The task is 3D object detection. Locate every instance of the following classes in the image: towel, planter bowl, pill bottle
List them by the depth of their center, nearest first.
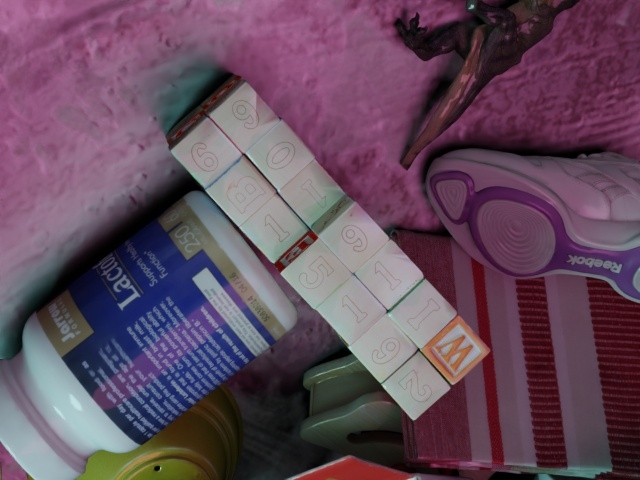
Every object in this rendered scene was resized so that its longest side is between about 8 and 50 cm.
[{"bbox_3d":[-0.164,0.091,1.292,0.264,0.153,0.153,-38,124,-3],"label":"pill bottle"},{"bbox_3d":[-0.161,0.227,1.399,0.217,0.090,0.217,-10,119,-20],"label":"planter bowl"},{"bbox_3d":[0.222,0.117,1.445,0.329,0.237,0.037,7,153,-21],"label":"towel"}]

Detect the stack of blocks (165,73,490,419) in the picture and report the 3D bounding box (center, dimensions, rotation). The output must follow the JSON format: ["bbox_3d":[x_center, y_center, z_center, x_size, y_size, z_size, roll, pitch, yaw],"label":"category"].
[{"bbox_3d":[0.000,0.000,1.255,0.087,0.171,0.297,-42,102,-1],"label":"stack of blocks"}]

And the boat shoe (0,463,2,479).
[{"bbox_3d":[-0.330,0.271,1.366,0.059,0.063,0.170,0,105,-21],"label":"boat shoe"}]

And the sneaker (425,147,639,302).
[{"bbox_3d":[0.247,-0.030,1.455,0.305,0.152,0.114,18,130,-9],"label":"sneaker"}]

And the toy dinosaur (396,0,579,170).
[{"bbox_3d":[0.143,-0.186,1.353,0.268,0.064,0.118,-47,130,7],"label":"toy dinosaur"}]

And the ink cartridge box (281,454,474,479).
[{"bbox_3d":[-0.029,0.284,1.362,0.296,0.066,0.261,-24,158,23],"label":"ink cartridge box"}]

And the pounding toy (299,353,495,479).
[{"bbox_3d":[0.100,0.185,1.509,0.269,0.155,0.154,29,129,-23],"label":"pounding toy"}]

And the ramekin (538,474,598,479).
[{"bbox_3d":[0.330,0.244,1.564,0.207,0.207,0.109,-35,114,-5],"label":"ramekin"}]
